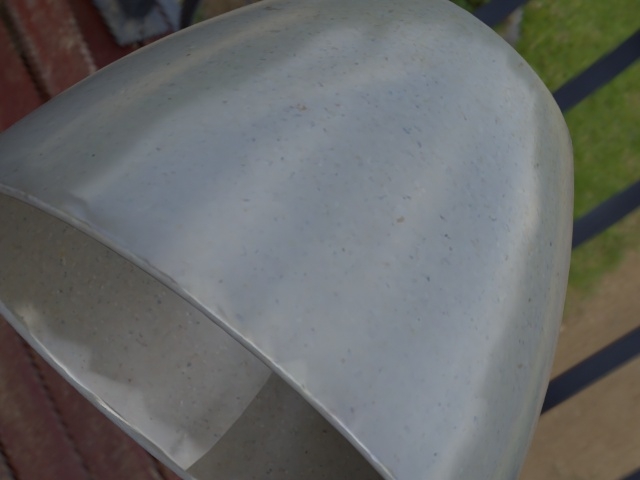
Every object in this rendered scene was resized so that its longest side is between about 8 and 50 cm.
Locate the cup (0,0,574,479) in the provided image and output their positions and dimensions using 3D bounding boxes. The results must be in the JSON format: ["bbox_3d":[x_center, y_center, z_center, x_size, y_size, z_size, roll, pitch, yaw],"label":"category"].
[{"bbox_3d":[0.000,0.000,0.799,0.331,0.331,0.237,40,69,-5],"label":"cup"}]
